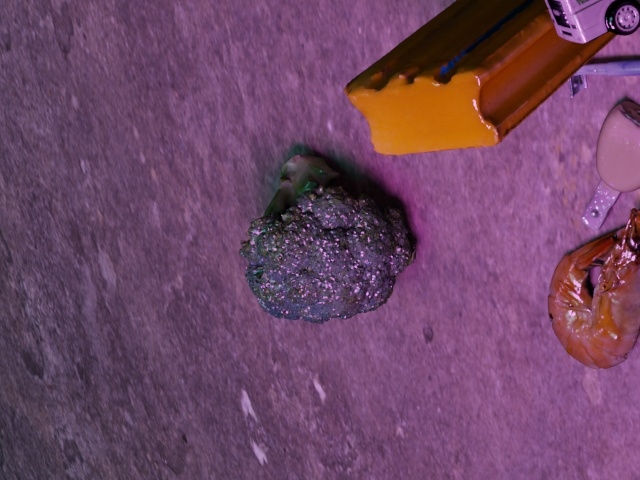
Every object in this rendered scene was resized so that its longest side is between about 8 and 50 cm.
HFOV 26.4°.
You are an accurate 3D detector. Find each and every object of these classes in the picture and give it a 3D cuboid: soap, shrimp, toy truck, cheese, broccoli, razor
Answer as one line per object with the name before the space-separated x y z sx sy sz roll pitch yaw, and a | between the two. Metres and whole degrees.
soap | 0.201 -0.217 1.594 0.204 0.324 0.096 0 121 45
shrimp | 0.378 0.058 1.814 0.145 0.061 0.267 41 141 29
toy truck | 0.354 -0.310 1.461 0.125 0.242 0.101 63 177 -19
cheese | 0.377 -0.085 1.728 0.097 0.037 0.192 39 136 18
broccoli | 0.000 0.000 2.015 0.270 0.270 0.270 121 143 -47
razor | 0.366 -0.211 1.662 0.135 0.040 0.068 2 119 35
